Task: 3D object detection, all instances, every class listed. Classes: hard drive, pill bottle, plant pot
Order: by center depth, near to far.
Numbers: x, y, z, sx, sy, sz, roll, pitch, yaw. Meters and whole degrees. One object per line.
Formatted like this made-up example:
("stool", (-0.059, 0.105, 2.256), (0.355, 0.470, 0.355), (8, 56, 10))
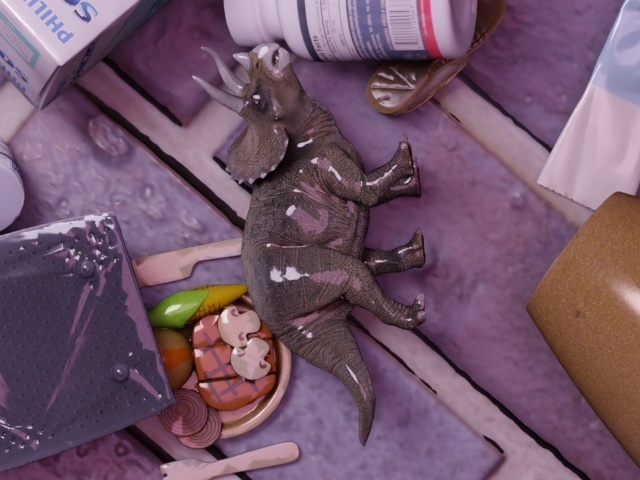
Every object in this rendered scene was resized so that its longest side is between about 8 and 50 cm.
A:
("plant pot", (0.294, 0.082, 1.310), (0.254, 0.237, 0.237), (39, 85, 12))
("hard drive", (-0.250, 0.088, 1.314), (0.254, 0.054, 0.172), (-18, 90, 6))
("pill bottle", (0.023, -0.191, 1.319), (0.180, 0.108, 0.108), (1, 88, 18))

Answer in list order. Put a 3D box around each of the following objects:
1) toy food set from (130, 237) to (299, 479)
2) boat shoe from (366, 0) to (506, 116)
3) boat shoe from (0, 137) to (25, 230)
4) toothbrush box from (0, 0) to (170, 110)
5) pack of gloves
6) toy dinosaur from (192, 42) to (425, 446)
("toy food set", (-0.088, 0.098, 1.352), (0.132, 0.038, 0.192), (-14, 90, -5))
("boat shoe", (0.092, -0.151, 1.372), (0.135, 0.045, 0.050), (-39, 78, 0))
("boat shoe", (-0.357, -0.023, 1.312), (0.258, 0.084, 0.095), (-11, 125, -13))
("toothbrush box", (-0.170, -0.278, 1.280), (0.295, 0.126, 0.216), (-43, 92, -19))
("pack of gloves", (0.311, -0.113, 1.393), (0.195, 0.046, 0.232), (24, 101, -4))
("toy dinosaur", (0.000, 0.000, 1.342), (0.160, 0.121, 0.313), (-4, 93, 7))
